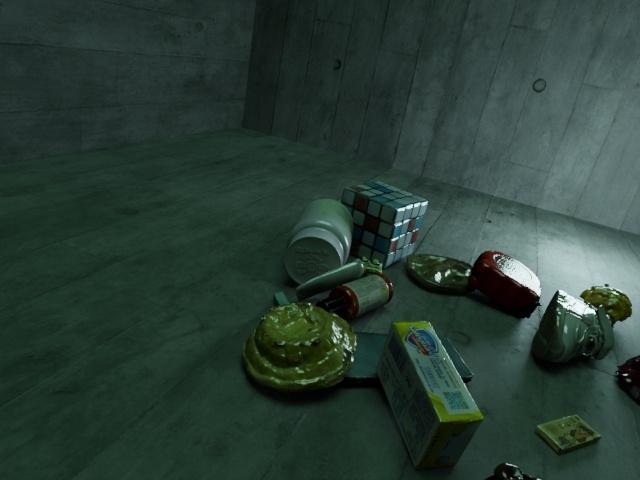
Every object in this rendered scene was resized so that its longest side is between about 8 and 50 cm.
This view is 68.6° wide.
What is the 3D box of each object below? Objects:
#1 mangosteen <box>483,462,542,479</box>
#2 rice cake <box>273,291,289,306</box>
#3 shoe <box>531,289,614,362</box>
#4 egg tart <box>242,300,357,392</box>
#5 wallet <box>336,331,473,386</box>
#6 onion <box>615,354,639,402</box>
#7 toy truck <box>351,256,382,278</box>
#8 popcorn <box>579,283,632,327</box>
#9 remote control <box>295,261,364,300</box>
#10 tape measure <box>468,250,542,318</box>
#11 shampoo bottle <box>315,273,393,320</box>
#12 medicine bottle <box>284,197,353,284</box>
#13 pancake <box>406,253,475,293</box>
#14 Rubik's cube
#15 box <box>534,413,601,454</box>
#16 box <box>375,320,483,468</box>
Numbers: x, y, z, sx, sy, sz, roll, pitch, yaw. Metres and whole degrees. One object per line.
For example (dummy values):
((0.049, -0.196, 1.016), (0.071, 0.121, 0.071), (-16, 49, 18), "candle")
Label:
((0.336, 0.460, 0.795), (0.152, 0.152, 0.152), (9, 23, -4), "mangosteen")
((-0.093, 0.203, 1.350), (0.042, 0.030, 0.180), (-12, 30, -18), "rice cake")
((0.773, 0.270, 1.410), (0.198, 0.172, 0.351), (25, 28, 24), "shoe")
((-0.049, 0.237, 1.127), (0.290, 0.115, 0.290), (-1, 29, 1), "egg tart")
((0.191, 0.305, 1.223), (0.379, 0.046, 0.191), (6, 24, -14), "wallet")
((0.994, 0.387, 1.276), (0.280, 0.146, 0.314), (0, 29, -16), "onion")
((0.160, 0.109, 1.651), (0.111, 0.076, 0.077), (10, 42, -1), "toy truck")
((1.003, 0.230, 1.661), (0.167, 0.152, 0.148), (1, -28, 47), "popcorn")
((0.034, 0.129, 1.439), (0.229, 0.073, 0.044), (-23, 52, -11), "remote control")
((0.666, 0.146, 1.683), (0.253, 0.114, 0.260), (34, 28, 17), "tape measure")
((0.098, 0.177, 1.406), (0.278, 0.104, 0.104), (-13, 32, -44), "shampoo bottle")
((0.000, 0.000, 1.637), (0.213, 0.214, 0.379), (13, 22, 4), "medicine bottle")
((0.460, 0.122, 1.774), (0.294, 0.049, 0.294), (8, 23, -3), "pancake")
((0.235, -0.072, 1.864), (0.256, 0.253, 0.259), (26, 28, 30), "Rubik's cube")
((0.578, 0.449, 1.093), (0.149, 0.020, 0.073), (-1, 25, -28), "box")
((0.218, 0.319, 1.002), (0.097, 0.168, 0.265), (1, 33, -16), "box")
